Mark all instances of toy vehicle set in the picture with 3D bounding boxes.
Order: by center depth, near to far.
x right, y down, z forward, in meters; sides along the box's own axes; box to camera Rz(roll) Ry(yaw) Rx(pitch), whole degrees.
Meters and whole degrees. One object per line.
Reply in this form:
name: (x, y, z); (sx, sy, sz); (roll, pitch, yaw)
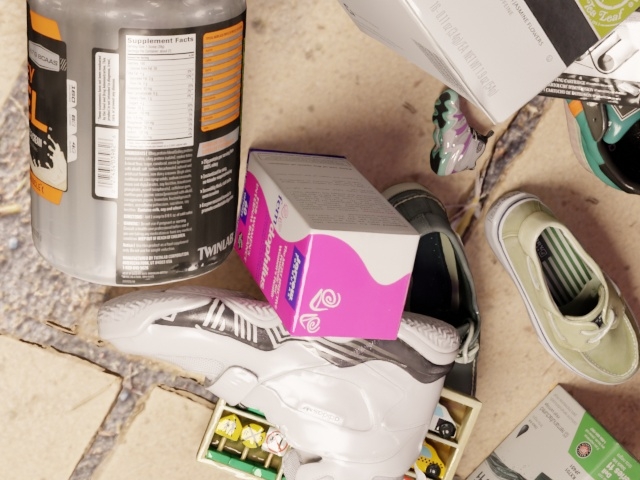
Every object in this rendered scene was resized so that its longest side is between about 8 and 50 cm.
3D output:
toy vehicle set: (0.019, 0.203, 1.465); (0.266, 0.035, 0.166); (20, 93, -6)

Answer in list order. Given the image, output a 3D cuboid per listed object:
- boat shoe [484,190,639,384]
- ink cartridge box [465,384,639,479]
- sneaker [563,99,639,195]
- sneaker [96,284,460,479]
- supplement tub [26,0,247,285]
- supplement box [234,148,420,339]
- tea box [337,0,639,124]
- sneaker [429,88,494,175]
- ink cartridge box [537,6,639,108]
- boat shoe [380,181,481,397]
boat shoe: (0.285, 0.072, 1.541); (0.109, 0.094, 0.302); (-42, 120, 1)
ink cartridge box: (0.264, 0.297, 1.601); (0.208, 0.153, 0.087); (-47, 119, 3)
sneaker: (0.296, -0.177, 1.418); (0.108, 0.121, 0.302); (-32, 120, -5)
sneaker: (-0.048, 0.162, 1.367); (0.365, 0.137, 0.210); (7, 92, -8)
supplement tub: (-0.165, -0.135, 1.223); (0.193, 0.193, 0.316); (-4, 113, -19)
supplement box: (0.000, 0.000, 1.328); (0.113, 0.220, 0.111); (3, 111, -22)
tea box: (0.153, -0.321, 1.180); (0.323, 0.329, 0.220); (-41, 120, 1)
sneaker: (0.154, -0.117, 1.443); (0.069, 0.038, 0.098); (-7, 124, -19)
ink cartridge box: (0.227, -0.194, 1.353); (0.046, 0.207, 0.097); (-40, 135, -54)
boat shoe: (0.120, 0.096, 1.487); (0.116, 0.099, 0.320); (-17, 118, -13)
